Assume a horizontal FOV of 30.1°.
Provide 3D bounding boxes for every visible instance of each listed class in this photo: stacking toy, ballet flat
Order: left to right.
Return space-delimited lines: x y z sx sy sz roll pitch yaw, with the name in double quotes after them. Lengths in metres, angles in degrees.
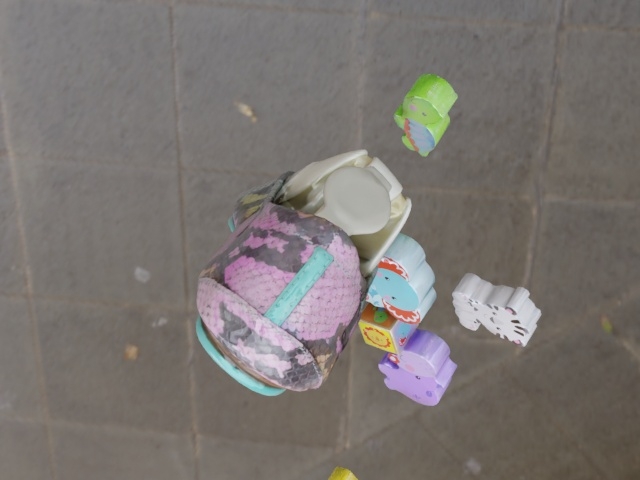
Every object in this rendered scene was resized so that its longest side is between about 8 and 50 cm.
0.000 0.000 0.495 0.077 0.221 0.079 42 99 -4 "ballet flat"
0.046 0.044 0.626 0.052 0.167 0.221 17 148 32 "stacking toy"
